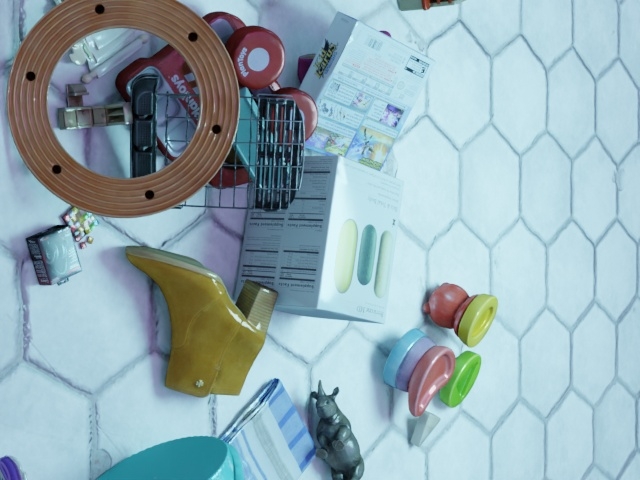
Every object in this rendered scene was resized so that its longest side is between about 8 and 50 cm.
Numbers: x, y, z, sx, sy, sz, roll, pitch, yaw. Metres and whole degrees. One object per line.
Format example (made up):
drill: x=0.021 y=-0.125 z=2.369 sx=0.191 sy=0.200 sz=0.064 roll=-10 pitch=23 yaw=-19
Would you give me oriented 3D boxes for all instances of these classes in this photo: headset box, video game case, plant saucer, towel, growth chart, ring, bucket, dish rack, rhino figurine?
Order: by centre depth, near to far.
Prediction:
ring: x=-0.286 y=-0.200 z=1.678 sx=0.337 sy=0.032 sz=0.336 roll=-1 pitch=96 yaw=-9
headset box: x=-0.394 y=0.025 z=1.700 sx=0.062 sy=0.032 sz=0.083 roll=-28 pitch=110 yaw=-46
bucket: x=-0.219 y=0.434 z=1.747 sx=0.281 sy=0.281 sz=0.183 roll=-34 pitch=111 yaw=-43
growth chart: x=-0.347 y=-0.373 z=1.749 sx=0.172 sy=0.021 sz=0.237 roll=-36 pitch=118 yaw=-42
dish rack: x=-0.161 y=-0.144 z=1.778 sx=0.074 sy=0.271 sz=0.208 roll=-100 pitch=-167 yaw=-66
plant saucer: x=-0.106 y=-0.154 z=1.846 sx=0.067 sy=0.018 sz=0.192 roll=-27 pitch=126 yaw=3
towel: x=-0.115 y=0.408 z=2.038 sx=0.285 sy=0.034 sz=0.209 roll=-48 pitch=126 yaw=-37
video game case: x=0.071 y=-0.268 z=2.128 sx=0.269 sy=0.061 sz=0.244 roll=14 pitch=105 yaw=-52
rhino figurine: x=0.027 y=0.369 z=2.164 sx=0.106 sy=0.073 sz=0.243 roll=-67 pitch=143 yaw=-65

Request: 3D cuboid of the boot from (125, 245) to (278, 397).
boot: x=-0.217 y=0.141 z=1.866 sx=0.295 sy=0.104 sz=0.211 roll=22 pitch=92 yaw=-31

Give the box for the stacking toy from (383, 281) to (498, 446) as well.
stacking toy: x=0.231 y=0.252 z=2.418 sx=0.309 sy=0.130 sz=0.279 roll=-39 pitch=146 yaw=-38

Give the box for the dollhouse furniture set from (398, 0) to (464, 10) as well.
dollhouse furniture set: x=0.210 y=-0.600 z=2.301 sx=0.262 sy=0.135 sz=0.259 roll=-32 pitch=115 yaw=-44

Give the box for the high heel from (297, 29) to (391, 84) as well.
high heel: x=0.046 y=-0.356 z=2.163 sx=0.244 sy=0.082 sz=0.117 roll=-42 pitch=133 yaw=-25

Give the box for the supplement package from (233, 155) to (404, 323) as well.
supplement package: x=0.000 y=0.000 z=2.030 sx=0.199 sy=0.198 sz=0.262 roll=17 pitch=79 yaw=-49

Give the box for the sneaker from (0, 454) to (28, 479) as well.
sneaker: x=-0.461 y=0.386 z=1.612 sx=0.071 sy=0.068 sz=0.170 roll=20 pitch=77 yaw=-42

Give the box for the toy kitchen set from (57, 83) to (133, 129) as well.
toy kitchen set: x=-0.340 y=-0.204 z=1.721 sx=0.083 sy=0.075 sz=0.068 roll=-14 pitch=101 yaw=-52

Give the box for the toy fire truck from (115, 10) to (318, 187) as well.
toy fire truck: x=-0.167 y=-0.216 z=1.884 sx=0.254 sy=0.169 sz=0.302 roll=-39 pitch=125 yaw=-11

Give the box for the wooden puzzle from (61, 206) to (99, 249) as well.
wooden puzzle: x=-0.366 y=-0.030 z=1.750 sx=0.049 sy=0.006 sz=0.083 roll=-50 pitch=126 yaw=-36
